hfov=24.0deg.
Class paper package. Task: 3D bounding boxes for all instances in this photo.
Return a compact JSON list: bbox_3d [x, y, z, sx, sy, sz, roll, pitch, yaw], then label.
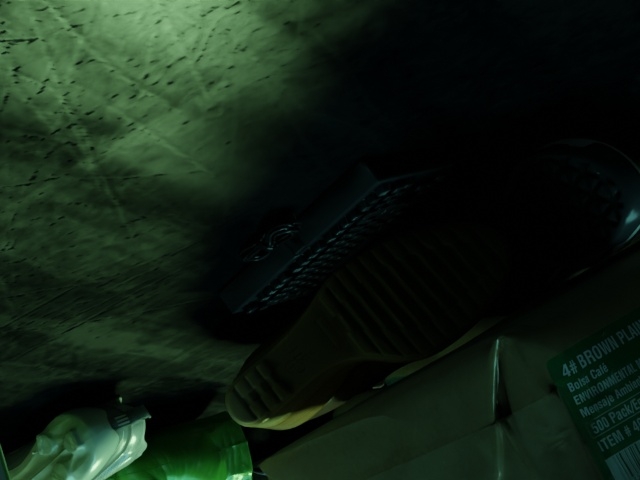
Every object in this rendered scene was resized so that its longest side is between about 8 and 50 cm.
[{"bbox_3d":[0.174,0.122,1.043,0.325,0.168,0.309,-25,171,-39],"label":"paper package"}]

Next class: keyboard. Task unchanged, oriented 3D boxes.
[{"bbox_3d":[0.000,0.000,0.961,0.108,0.023,0.180,-7,156,-39],"label":"keyboard"}]

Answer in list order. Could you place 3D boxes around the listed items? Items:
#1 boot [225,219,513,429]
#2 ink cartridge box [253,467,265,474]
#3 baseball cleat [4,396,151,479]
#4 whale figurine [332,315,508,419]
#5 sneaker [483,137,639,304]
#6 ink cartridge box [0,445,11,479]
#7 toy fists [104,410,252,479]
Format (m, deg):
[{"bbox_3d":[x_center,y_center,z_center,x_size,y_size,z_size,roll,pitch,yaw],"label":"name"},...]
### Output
[{"bbox_3d":[0.051,0.055,1.132,0.248,0.090,0.207,-33,173,18],"label":"boot"},{"bbox_3d":[0.045,0.230,1.487,0.224,0.045,0.223,13,171,-7],"label":"ink cartridge box"},{"bbox_3d":[-0.205,0.185,1.169,0.206,0.072,0.109,-32,167,37],"label":"baseball cleat"},{"bbox_3d":[0.139,0.165,1.385,0.272,0.141,0.216,-23,152,37],"label":"whale figurine"},{"bbox_3d":[0.177,-0.026,1.023,0.097,0.084,0.235,-27,174,-18],"label":"sneaker"},{"bbox_3d":[-0.312,0.284,1.102,0.119,0.207,0.353,-9,159,-32],"label":"ink cartridge box"},{"bbox_3d":[-0.165,0.236,1.312,0.142,0.096,0.279,-12,164,-28],"label":"toy fists"}]
